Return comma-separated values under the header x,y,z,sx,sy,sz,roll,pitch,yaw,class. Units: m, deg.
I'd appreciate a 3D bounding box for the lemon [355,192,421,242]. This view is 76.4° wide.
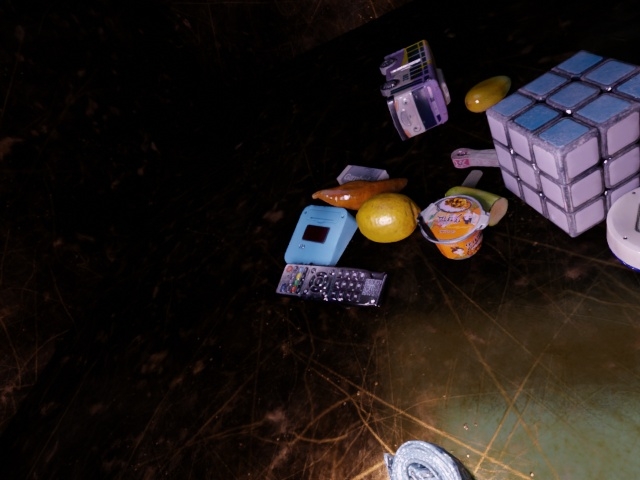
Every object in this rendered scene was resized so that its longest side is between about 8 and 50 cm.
x,y,z,sx,sy,sz,roll,pitch,yaw,class
0.221,-0.075,1.329,0.207,0.170,0.170,-3,50,31,lemon

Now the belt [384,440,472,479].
x,y,z,sx,sy,sz,roll,pitch,yaw,class
0.225,0.488,0.821,0.147,0.082,0.163,-38,40,16,belt

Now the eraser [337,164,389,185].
x,y,z,sx,sy,sz,roll,pitch,yaw,class
0.167,-0.250,1.639,0.212,0.046,0.092,20,65,47,eraser

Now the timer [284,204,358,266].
x,y,z,sx,sy,sz,roll,pitch,yaw,class
0.000,0.000,1.517,0.231,0.091,0.250,11,70,42,timer

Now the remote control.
x,y,z,sx,sy,sz,roll,pitch,yaw,class
0.032,0.143,1.326,0.398,0.062,0.145,2,59,37,remote control

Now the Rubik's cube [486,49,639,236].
x,y,z,sx,sy,sz,roll,pitch,yaw,class
0.666,-0.251,1.055,0.300,0.304,0.305,-32,37,5,Rubik's cube

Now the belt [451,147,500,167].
x,y,z,sx,sy,sz,roll,pitch,yaw,class
0.551,-0.277,1.367,0.232,0.053,0.071,16,61,46,belt

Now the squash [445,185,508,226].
x,y,z,sx,sy,sz,roll,pitch,yaw,class
0.462,-0.120,1.237,0.095,0.095,0.188,-44,42,-8,squash

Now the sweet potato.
x,y,z,sx,sy,sz,roll,pitch,yaw,class
0.148,-0.168,1.503,0.358,0.112,0.112,-3,44,1,sweet potato

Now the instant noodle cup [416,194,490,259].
x,y,z,sx,sy,sz,roll,pitch,yaw,class
0.392,-0.025,1.175,0.178,0.126,0.208,-47,39,-14,instant noodle cup

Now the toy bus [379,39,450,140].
x,y,z,sx,sy,sz,roll,pitch,yaw,class
0.404,-0.646,1.730,0.249,0.209,0.440,-16,41,22,toy bus

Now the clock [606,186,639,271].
x,y,z,sx,sy,sz,roll,pitch,yaw,class
0.784,-0.030,0.917,0.230,0.083,0.231,-22,41,21,clock

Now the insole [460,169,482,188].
x,y,z,sx,sy,sz,roll,pitch,yaw,class
0.477,-0.161,1.339,0.063,0.010,0.192,17,64,47,insole

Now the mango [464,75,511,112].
x,y,z,sx,sy,sz,roll,pitch,yaw,class
0.642,-0.563,1.555,0.194,0.092,0.130,-32,37,0,mango
